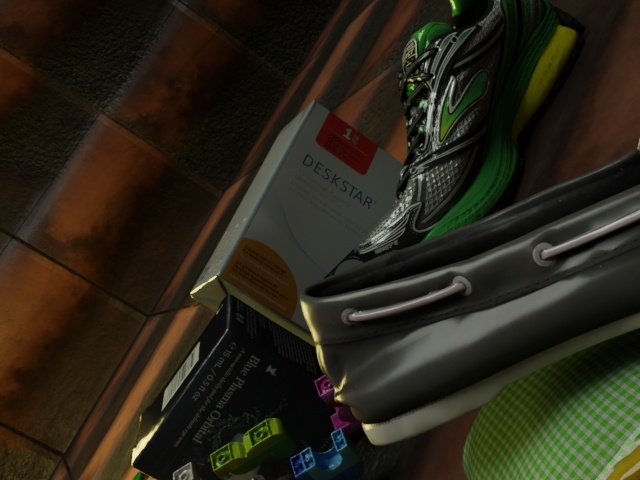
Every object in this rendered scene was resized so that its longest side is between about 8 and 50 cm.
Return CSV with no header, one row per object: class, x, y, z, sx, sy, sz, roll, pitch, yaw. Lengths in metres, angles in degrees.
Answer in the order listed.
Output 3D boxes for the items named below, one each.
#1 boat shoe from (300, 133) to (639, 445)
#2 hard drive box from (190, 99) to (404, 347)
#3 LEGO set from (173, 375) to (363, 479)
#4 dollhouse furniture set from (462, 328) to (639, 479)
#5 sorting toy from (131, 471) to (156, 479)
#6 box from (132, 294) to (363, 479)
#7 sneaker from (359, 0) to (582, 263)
boat shoe,0.134,-0.008,0.379,0.335,0.095,0.112,-33,2,19
hard drive box,0.000,0.000,0.817,0.089,0.181,0.232,-32,29,58
LEGO set,-0.029,0.206,0.631,0.227,0.093,0.087,-32,35,5
dollhouse furniture set,0.062,0.135,0.377,0.301,0.151,0.197,-56,14,3
sorting toy,-0.234,0.389,1.014,0.132,0.046,0.274,-51,15,20
box,-0.063,0.163,0.711,0.156,0.158,0.093,-55,15,9
sneaker,0.119,-0.116,0.749,0.343,0.146,0.134,-62,15,-18
